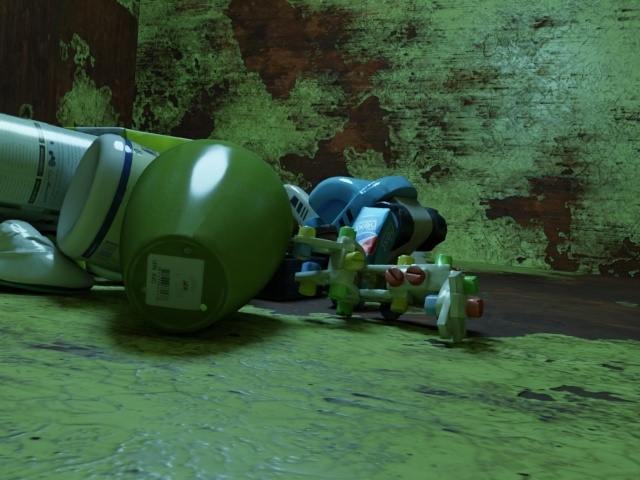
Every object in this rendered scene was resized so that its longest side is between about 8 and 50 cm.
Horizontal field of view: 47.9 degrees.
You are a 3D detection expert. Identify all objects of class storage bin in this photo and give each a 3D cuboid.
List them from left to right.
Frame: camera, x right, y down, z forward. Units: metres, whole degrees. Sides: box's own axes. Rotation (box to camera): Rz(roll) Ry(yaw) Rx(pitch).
[{"bbox_3d":[-0.084,0.073,1.501,0.122,0.084,0.180,5,1,32],"label":"storage bin"}]

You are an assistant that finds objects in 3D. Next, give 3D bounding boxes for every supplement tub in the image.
[{"bbox_3d":[-0.297,-0.036,1.352,0.324,0.236,0.235,22,-7,-30],"label":"supplement tub"}]

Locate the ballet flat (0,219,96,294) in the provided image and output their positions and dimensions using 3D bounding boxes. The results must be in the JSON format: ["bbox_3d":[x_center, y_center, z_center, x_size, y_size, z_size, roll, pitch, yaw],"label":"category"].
[{"bbox_3d":[-0.602,0.018,1.304,0.400,0.139,0.139,5,2,8],"label":"ballet flat"}]

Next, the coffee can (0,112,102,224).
[{"bbox_3d":[-0.569,-0.137,1.415,0.275,0.202,0.201,10,-2,-44],"label":"coffee can"}]

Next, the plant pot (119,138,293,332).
[{"bbox_3d":[-0.184,0.014,1.061,0.274,0.275,0.293,4,18,-1],"label":"plant pot"}]

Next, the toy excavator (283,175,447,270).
[{"bbox_3d":[0.014,-0.050,1.745,0.222,0.433,0.445,2,45,-53],"label":"toy excavator"}]

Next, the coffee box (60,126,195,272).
[{"bbox_3d":[-0.472,-0.096,1.804,0.334,0.338,0.337,6,3,37],"label":"coffee box"}]

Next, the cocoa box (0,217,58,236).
[{"bbox_3d":[-0.736,-0.099,1.637,0.347,0.228,0.231,-17,-13,41],"label":"cocoa box"}]

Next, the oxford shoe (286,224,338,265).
[{"bbox_3d":[-0.047,0.032,1.618,0.212,0.076,0.076,-23,-16,38],"label":"oxford shoe"}]

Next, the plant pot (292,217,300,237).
[{"bbox_3d":[-0.170,-0.059,2.009,0.237,0.110,0.237,19,-32,12],"label":"plant pot"}]

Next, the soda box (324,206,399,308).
[{"bbox_3d":[0.083,0.031,1.430,0.067,0.210,0.071,5,-42,30],"label":"soda box"}]

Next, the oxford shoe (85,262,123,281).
[{"bbox_3d":[-0.330,0.036,1.626,0.449,0.169,0.130,-10,-29,-50],"label":"oxford shoe"}]

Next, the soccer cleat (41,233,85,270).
[{"bbox_3d":[-0.550,0.034,1.492,0.289,0.094,0.121,6,0,43],"label":"soccer cleat"}]

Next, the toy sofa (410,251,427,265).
[{"bbox_3d":[0.184,0.050,2.269,0.150,0.177,0.362,-24,-15,34],"label":"toy sofa"}]

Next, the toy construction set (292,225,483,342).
[{"bbox_3d":[0.126,0.067,1.174,0.327,0.151,0.215,15,-17,33],"label":"toy construction set"}]

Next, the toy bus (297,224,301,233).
[{"bbox_3d":[0.000,0.000,1.963,0.220,0.212,0.149,4,3,32],"label":"toy bus"}]
